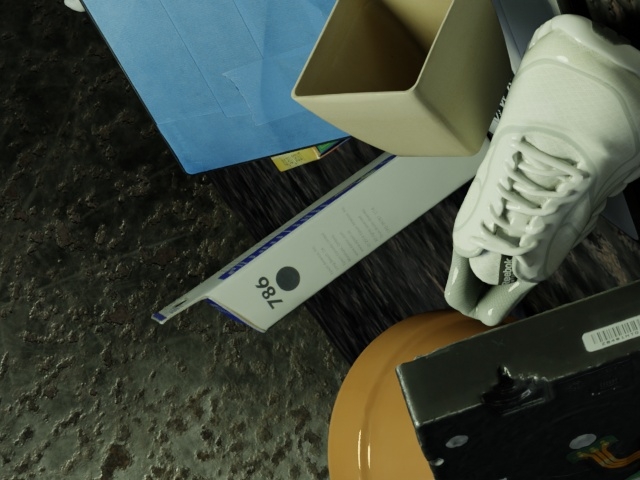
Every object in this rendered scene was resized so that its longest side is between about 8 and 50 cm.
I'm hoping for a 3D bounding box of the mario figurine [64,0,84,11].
[{"bbox_3d":[-0.323,-0.437,2.086,0.198,0.170,0.320,51,173,34],"label":"mario figurine"}]

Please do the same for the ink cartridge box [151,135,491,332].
[{"bbox_3d":[0.000,0.000,1.419,0.065,0.333,0.165,56,173,-5],"label":"ink cartridge box"}]

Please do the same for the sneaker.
[{"bbox_3d":[0.149,-0.036,1.035,0.110,0.118,0.292,31,153,11],"label":"sneaker"}]

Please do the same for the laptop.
[{"bbox_3d":[-0.006,-0.159,1.158,0.408,0.236,0.382,45,168,49],"label":"laptop"}]

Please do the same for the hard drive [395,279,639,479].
[{"bbox_3d":[0.203,0.156,1.237,0.339,0.237,0.064,66,-174,-56],"label":"hard drive"}]

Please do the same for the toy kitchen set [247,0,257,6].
[{"bbox_3d":[-0.083,-0.322,1.336,0.166,0.122,0.207,60,170,-32],"label":"toy kitchen set"}]

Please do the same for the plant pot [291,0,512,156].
[{"bbox_3d":[0.065,-0.112,1.039,0.109,0.109,0.096,2,148,44],"label":"plant pot"}]

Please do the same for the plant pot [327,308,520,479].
[{"bbox_3d":[0.179,0.207,1.524,0.291,0.291,0.203,56,156,-11],"label":"plant pot"}]

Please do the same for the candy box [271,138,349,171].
[{"bbox_3d":[-0.066,-0.233,1.598,0.317,0.122,0.268,54,171,-5],"label":"candy box"}]
